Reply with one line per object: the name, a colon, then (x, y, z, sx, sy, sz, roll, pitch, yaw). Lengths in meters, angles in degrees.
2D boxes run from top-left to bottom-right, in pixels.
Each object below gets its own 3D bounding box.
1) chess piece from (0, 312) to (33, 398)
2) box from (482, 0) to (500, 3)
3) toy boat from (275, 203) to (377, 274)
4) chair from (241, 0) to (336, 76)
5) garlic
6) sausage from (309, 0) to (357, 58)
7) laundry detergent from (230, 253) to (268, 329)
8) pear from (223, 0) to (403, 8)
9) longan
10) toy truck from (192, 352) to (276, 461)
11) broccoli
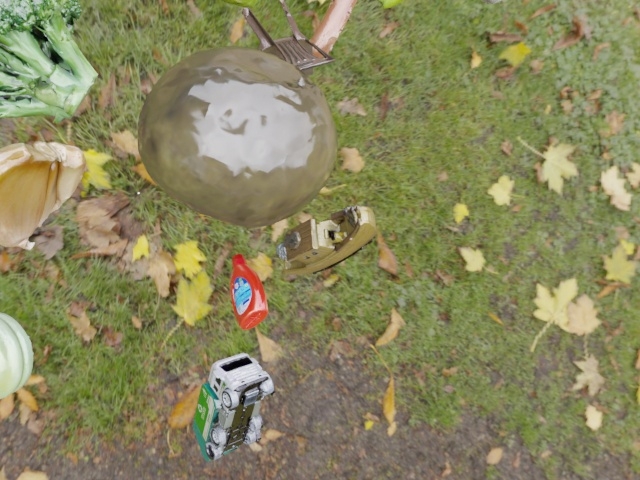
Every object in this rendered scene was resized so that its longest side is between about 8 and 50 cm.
chess piece: (-0.681, 0.236, 1.139, 0.176, 0.298, 0.175, 3, 98, 23)
box: (0.272, -0.405, 0.727, 0.285, 0.044, 0.142, -34, 79, 15)
toy boat: (0.000, 0.000, 1.348, 0.121, 0.321, 0.089, 8, 68, -32)
chair: (-0.086, -0.460, 1.670, 0.176, 0.326, 0.183, -18, 142, -11)
garlic: (-0.591, -0.098, 1.258, 0.110, 0.217, 0.228, 35, 109, 22)
sausage: (0.048, -0.621, 1.765, 0.078, 0.078, 0.304, 31, 89, -16)
laundry detergent: (-0.164, 0.105, 1.400, 0.049, 0.165, 0.097, 15, 132, -41)
pear: (-0.022, -0.289, 0.467, 0.282, 0.286, 0.176, -16, 73, -27)
longan: (-0.162, -0.224, 1.406, 0.404, 0.436, 0.404, -1, 87, 18)
toy truck: (-0.184, 0.344, 1.303, 0.114, 0.124, 0.253, -13, 131, -40)
broccoli: (-0.460, -0.279, 0.971, 0.242, 0.261, 0.269, 33, 73, -14)
